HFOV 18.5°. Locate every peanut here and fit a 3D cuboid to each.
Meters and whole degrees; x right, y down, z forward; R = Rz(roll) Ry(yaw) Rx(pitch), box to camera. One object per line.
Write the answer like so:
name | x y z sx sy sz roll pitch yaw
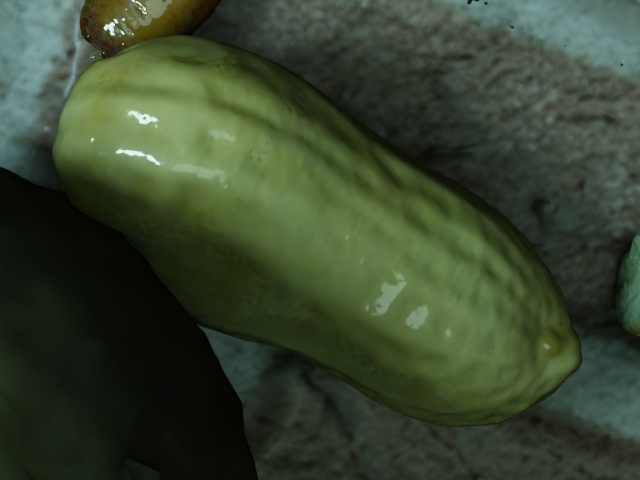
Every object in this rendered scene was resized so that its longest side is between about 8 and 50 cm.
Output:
peanut | 0.000 0.000 1.025 0.319 0.147 0.147 29 98 -27

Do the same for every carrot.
carrot | -0.029 -0.179 1.018 0.248 0.059 0.059 -43 107 -1

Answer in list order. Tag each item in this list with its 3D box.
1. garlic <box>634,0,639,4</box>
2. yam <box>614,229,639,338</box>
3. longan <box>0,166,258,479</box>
garlic | 0.221 -0.225 0.933 0.259 0.317 0.317 -36 107 -3
yam | 0.352 0.058 1.131 0.371 0.083 0.083 9 102 -11
longan | -0.205 0.149 0.873 0.391 0.391 0.391 -2 104 -9
